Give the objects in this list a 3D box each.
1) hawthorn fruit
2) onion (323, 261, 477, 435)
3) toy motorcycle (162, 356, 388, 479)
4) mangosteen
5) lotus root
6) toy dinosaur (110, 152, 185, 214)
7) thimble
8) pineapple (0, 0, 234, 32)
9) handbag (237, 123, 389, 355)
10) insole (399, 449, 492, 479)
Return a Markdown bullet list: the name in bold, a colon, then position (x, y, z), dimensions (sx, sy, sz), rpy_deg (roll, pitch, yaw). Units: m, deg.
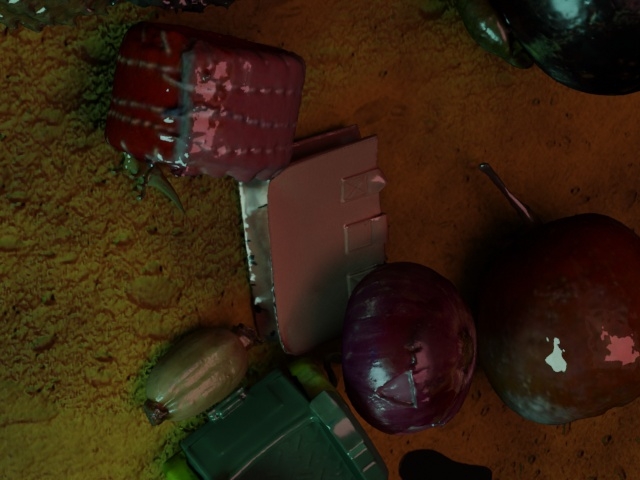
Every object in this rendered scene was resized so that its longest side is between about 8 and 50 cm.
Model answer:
- **hawthorn fruit**: position (0.295, 0.077, 2.047), dimensions (0.235, 0.231, 0.263), rpy_deg (1, 109, -49)
- **onion**: position (0.085, 0.109, 1.875), dimensions (0.177, 0.153, 0.177), rpy_deg (19, 90, -84)
- **toy motorcycle**: position (0.002, 0.297, 1.907), dimensions (0.191, 0.200, 0.326), rpy_deg (-38, 127, -8)
- **mangosteen**: position (0.277, -0.279, 1.905), dimensions (0.288, 0.288, 0.288), rpy_deg (-13, 113, -34)
- **lotus root**: position (-0.121, 0.130, 1.853), dimensions (0.150, 0.062, 0.073), rpy_deg (-38, 102, -24)
- **toy dinosaur**: position (-0.166, -0.057, 1.774), dimensions (0.113, 0.026, 0.041), rpy_deg (54, 49, -25)
- **thimble**: position (-0.107, -0.129, 1.710), dimensions (0.189, 0.163, 0.125), rpy_deg (-2, 106, -59)
- **pineapple**: position (-0.212, -0.257, 1.585), dimensions (0.362, 0.202, 0.202), rpy_deg (17, 95, -53)
- **handbag**: position (0.000, 0.000, 1.904), dimensions (0.157, 0.059, 0.212), rpy_deg (-21, 118, -30)
- **insole**: position (0.146, 0.272, 2.145), dimensions (0.153, 0.002, 0.053), rpy_deg (14, 96, -40)
